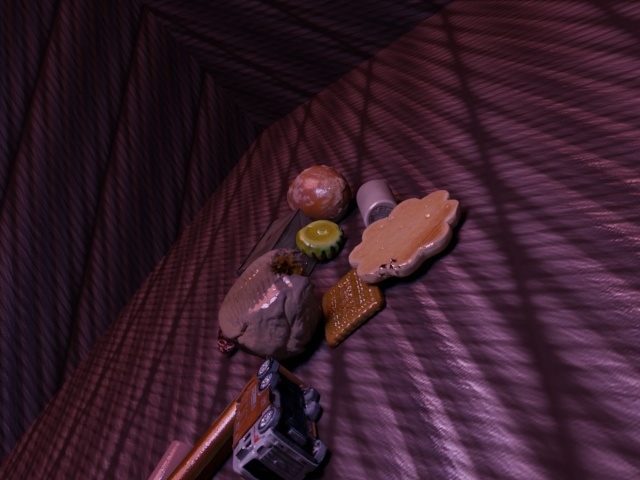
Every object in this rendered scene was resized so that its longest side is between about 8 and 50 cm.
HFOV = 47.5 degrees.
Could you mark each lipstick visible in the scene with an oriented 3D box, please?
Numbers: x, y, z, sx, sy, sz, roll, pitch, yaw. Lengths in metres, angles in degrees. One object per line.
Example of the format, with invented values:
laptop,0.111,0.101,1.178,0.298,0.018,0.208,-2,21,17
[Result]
lipstick,-0.376,0.583,1.660,0.070,0.070,0.254,-24,26,46

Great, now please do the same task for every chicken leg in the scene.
chicken leg,-0.252,0.264,2.136,0.093,0.053,0.205,-16,31,9

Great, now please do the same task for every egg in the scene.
egg,-0.001,-0.140,2.264,0.195,0.195,0.233,-50,17,-18

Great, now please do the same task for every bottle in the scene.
bottle,0.155,-0.099,1.975,0.104,0.104,0.245,-40,19,12

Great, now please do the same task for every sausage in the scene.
sausage,-0.215,0.432,1.641,0.371,0.082,0.082,-49,19,-17

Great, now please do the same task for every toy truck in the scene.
toy truck,-0.096,0.370,1.436,0.162,0.136,0.305,-48,15,10

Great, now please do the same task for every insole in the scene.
insole,0.192,0.049,1.727,0.086,0.005,0.253,-49,19,-14

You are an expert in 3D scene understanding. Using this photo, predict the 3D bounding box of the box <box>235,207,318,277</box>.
box,-0.110,0.044,2.145,0.149,0.155,0.231,-23,26,47

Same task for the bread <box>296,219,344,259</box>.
bread,0.000,0.000,2.082,0.139,0.130,0.071,-53,-23,-41

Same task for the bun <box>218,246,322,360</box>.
bun,-0.106,0.176,1.765,0.281,0.205,0.281,-36,21,17

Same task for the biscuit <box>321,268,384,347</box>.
biscuit,0.072,0.139,1.740,0.172,0.029,0.254,-42,17,13

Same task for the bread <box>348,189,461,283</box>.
bread,0.201,-0.007,1.718,0.316,0.054,0.316,-33,21,14
